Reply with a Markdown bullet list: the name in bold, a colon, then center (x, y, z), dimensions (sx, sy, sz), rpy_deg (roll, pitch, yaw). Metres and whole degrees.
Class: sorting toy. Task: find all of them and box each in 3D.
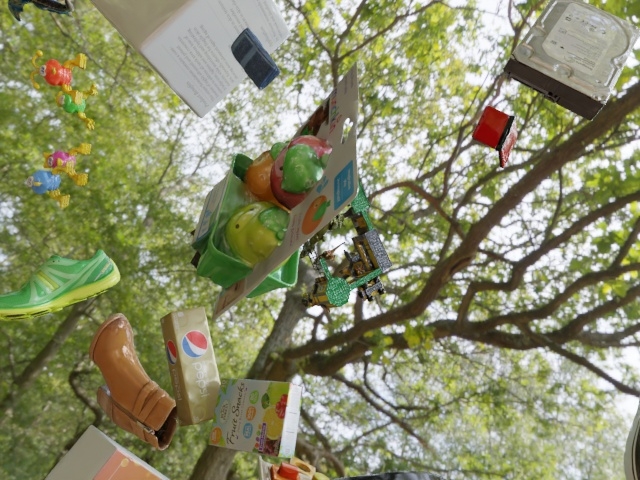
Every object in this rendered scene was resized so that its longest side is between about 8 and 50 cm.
- **sorting toy**: center (-0.030, 0.491, 0.947), dimensions (0.196, 0.047, 0.347), rpy_deg (27, -4, -9)

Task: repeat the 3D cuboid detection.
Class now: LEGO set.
- **LEGO set**: center (0.000, 0.000, 1.106), dimensions (0.331, 0.255, 0.192), rpy_deg (59, -32, -7)

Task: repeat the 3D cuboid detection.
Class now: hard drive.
- **hard drive**: center (0.613, -0.459, 1.168), dimensions (0.237, 0.339, 0.064), rpy_deg (33, -27, 12)

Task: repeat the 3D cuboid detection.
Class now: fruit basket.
- **fruit basket**: center (-0.064, -0.083, 0.757), dimensions (0.165, 0.327, 0.353), rpy_deg (25, -46, -21)

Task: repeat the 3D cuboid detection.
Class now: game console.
- **game console**: center (0.517, -0.305, 1.426), dimensions (0.085, 0.144, 0.124), rpy_deg (13, -30, 34)

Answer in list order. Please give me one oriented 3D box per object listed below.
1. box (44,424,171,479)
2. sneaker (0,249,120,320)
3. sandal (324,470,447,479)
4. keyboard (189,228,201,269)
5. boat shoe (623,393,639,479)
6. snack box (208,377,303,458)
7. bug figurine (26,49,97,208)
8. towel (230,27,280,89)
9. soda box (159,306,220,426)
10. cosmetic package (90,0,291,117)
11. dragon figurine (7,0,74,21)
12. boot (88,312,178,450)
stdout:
- **box**: center (-0.413, 0.596, 1.026), dimensions (0.168, 0.215, 0.345), rpy_deg (-1, -45, 47)
- **sneaker**: center (-0.633, 0.103, 1.130), dimensions (0.109, 0.295, 0.123), rpy_deg (-31, -99, 55)
- **sandal**: center (-0.069, 0.314, 0.438), dimensions (0.445, 0.107, 0.168), rpy_deg (-13, -87, -1)
- **keyboard**: center (-0.329, -0.043, 1.585), dimensions (0.201, 0.317, 0.033), rpy_deg (37, 6, 35)
- **boat shoe**: center (0.441, 0.243, 0.605), dimensions (0.077, 0.219, 0.070), rpy_deg (10, -12, 10)
- **snack box**: center (-0.097, 0.261, 0.718), dimensions (0.141, 0.100, 0.037), rpy_deg (-8, -28, 35)
- **bug figurine**: center (-0.488, -0.206, 0.909), dimensions (0.072, 0.216, 0.279), rpy_deg (9, -85, -13)
- **towel**: center (-0.143, -0.388, 1.033), dimensions (0.067, 0.029, 0.119), rpy_deg (-39, -97, 25)
- **soda box**: center (-0.211, 0.206, 0.794), dimensions (0.058, 0.061, 0.181), rpy_deg (-30, -109, 48)
- **cosmetic package**: center (-0.369, -0.655, 1.407), dimensions (0.327, 0.393, 0.329), rpy_deg (46, -2, 23)
- **dragon figurine**: center (-0.581, -0.491, 0.955), dimensions (0.289, 0.144, 0.085), rpy_deg (52, -33, 33)
- **boot**: center (-0.414, 0.322, 1.085), dimensions (0.220, 0.109, 0.283), rpy_deg (23, -70, 27)
